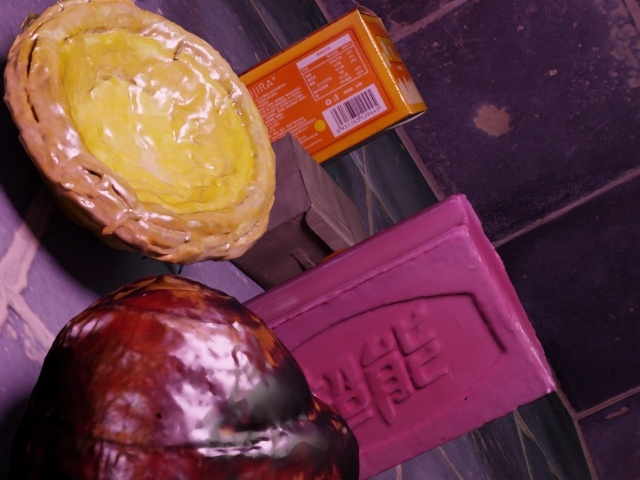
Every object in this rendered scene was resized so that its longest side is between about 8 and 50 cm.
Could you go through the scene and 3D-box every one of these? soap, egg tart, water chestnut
[{"bbox_3d":[0.058,0.134,1.277,0.233,0.359,0.128,58,14,-17],"label":"soap"},{"bbox_3d":[-0.201,-0.104,1.193,0.345,0.132,0.345,33,39,-31],"label":"egg tart"},{"bbox_3d":[-0.118,0.166,0.879,0.289,0.244,0.289,48,-14,16],"label":"water chestnut"}]

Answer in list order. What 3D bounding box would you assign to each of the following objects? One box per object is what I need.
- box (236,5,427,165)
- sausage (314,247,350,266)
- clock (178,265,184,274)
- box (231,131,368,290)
[{"bbox_3d":[0.008,-0.251,1.966,0.214,0.283,0.259,63,14,-3],"label":"box"},{"bbox_3d":[0.009,0.109,1.520,0.133,0.133,0.258,57,46,-20],"label":"sausage"},{"bbox_3d":[-0.194,-0.030,1.341,0.147,0.045,0.108,56,16,-26],"label":"clock"},{"bbox_3d":[-0.036,-0.015,1.651,0.231,0.148,0.155,43,24,-51],"label":"box"}]
